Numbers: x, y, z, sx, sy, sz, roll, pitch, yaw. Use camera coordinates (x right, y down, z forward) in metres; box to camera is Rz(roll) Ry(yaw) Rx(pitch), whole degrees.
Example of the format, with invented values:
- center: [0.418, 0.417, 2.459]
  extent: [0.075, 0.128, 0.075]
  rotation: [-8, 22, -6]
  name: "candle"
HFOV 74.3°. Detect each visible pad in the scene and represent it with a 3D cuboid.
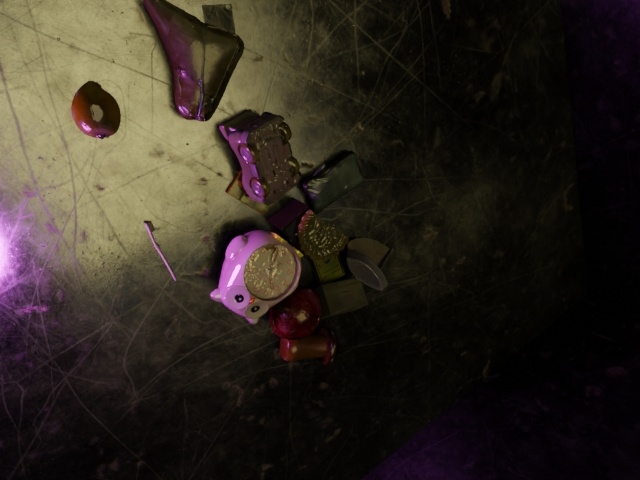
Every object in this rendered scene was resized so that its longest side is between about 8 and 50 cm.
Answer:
- center: [-0.384, -0.806, 1.634]
  extent: [0.116, 0.004, 0.192]
  rotation: [-14, 114, -22]
  name: "pad"

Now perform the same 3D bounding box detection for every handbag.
- center: [0.063, -0.272, 1.998]
  extent: [0.332, 0.075, 0.191]
  rotation: [-37, 132, -17]
  name: "handbag"

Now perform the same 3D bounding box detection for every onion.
- center: [-0.118, 0.338, 2.006]
  extent: [0.277, 0.276, 0.275]
  rotation: [-9, 111, -25]
  name: "onion"

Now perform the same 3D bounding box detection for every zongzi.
- center: [-0.514, -0.644, 1.524]
  extent: [0.393, 0.174, 0.355]
  rotation: [19, 101, -30]
  name: "zongzi"

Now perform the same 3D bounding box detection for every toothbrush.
- center: [-0.665, 0.052, 1.766]
  extent: [0.028, 0.026, 0.293]
  rotation: [-31, 119, -32]
  name: "toothbrush"

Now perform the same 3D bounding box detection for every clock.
- center: [-0.284, 0.150, 1.867]
  extent: [0.368, 0.251, 0.376]
  rotation: [40, 80, -30]
  name: "clock"

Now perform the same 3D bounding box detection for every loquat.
- center: [-0.781, -0.451, 1.471]
  extent: [0.152, 0.152, 0.194]
  rotation: [-12, 104, -24]
  name: "loquat"

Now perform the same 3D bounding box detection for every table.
- center: [-0.102, -0.053, 1.939]
  extent: [0.172, 0.169, 0.193]
  rotation: [-41, 122, -9]
  name: "table"

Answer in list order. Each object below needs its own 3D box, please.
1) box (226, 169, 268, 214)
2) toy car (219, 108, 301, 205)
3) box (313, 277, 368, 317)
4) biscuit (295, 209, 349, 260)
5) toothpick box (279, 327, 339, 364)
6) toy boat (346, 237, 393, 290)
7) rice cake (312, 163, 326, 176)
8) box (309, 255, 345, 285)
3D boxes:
- center: [-0.301, -0.212, 1.864]
  extent: [0.193, 0.030, 0.121]
  rotation: [31, 91, -32]
  name: "box"
- center: [-0.250, -0.348, 1.758]
  extent: [0.242, 0.227, 0.335]
  rotation: [-43, 139, -30]
  name: "toy car"
- center: [0.096, 0.289, 2.126]
  extent: [0.232, 0.155, 0.148]
  rotation: [-9, 74, -30]
  name: "box"
- center: [0.000, 0.000, 1.890]
  extent: [0.274, 0.036, 0.187]
  rotation: [30, 91, -33]
  name: "biscuit"
- center: [-0.049, 0.542, 2.164]
  extent: [0.295, 0.192, 0.191]
  rotation: [5, 104, -23]
  name: "toothpick box"
- center: [0.241, 0.095, 2.162]
  extent: [0.276, 0.293, 0.111]
  rotation: [32, 131, -18]
  name: "toy boat"
- center: [-0.016, -0.310, 1.982]
  extent: [0.121, 0.022, 0.022]
  rotation: [-51, 132, -4]
  name: "rice cake"
- center: [0.026, 0.106, 2.121]
  extent: [0.141, 0.064, 0.219]
  rotation: [-27, 116, -16]
  name: "box"
